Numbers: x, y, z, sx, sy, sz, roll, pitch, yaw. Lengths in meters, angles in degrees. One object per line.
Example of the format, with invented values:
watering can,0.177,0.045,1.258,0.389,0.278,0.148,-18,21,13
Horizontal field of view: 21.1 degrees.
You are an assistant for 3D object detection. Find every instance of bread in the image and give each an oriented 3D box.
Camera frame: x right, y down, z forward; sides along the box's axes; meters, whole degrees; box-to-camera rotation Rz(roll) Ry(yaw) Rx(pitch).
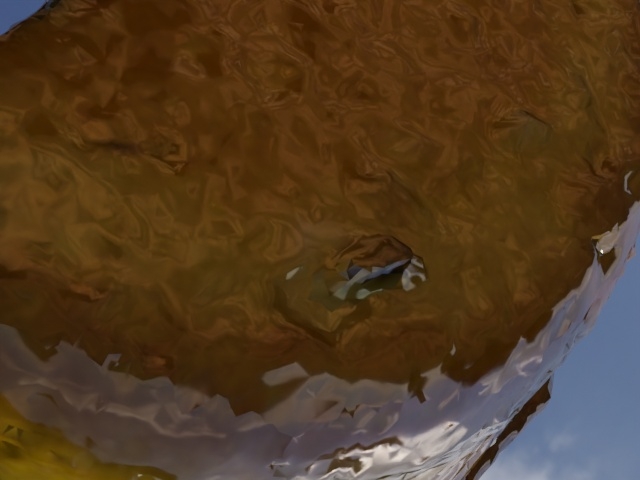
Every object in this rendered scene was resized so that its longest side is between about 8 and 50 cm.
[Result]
bread,0.000,0.000,0.549,0.179,0.194,0.340,41,-130,11
